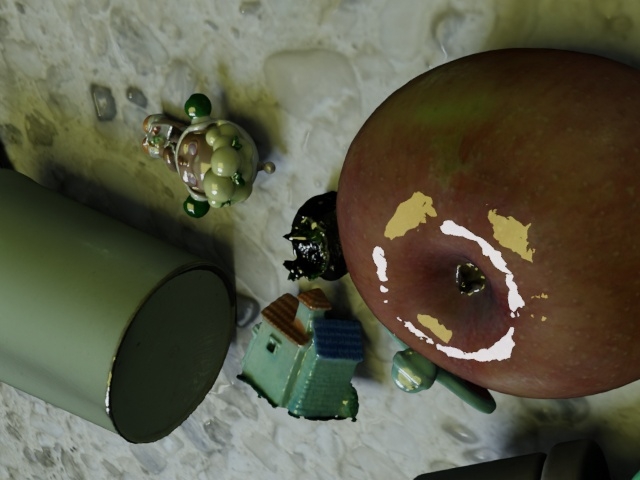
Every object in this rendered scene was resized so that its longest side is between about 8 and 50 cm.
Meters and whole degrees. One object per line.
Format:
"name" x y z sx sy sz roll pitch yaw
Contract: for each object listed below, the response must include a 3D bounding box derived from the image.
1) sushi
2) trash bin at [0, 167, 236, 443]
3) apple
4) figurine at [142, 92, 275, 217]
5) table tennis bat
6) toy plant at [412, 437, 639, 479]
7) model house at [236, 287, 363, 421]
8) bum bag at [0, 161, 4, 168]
"sushi" 0.000 0.000 0.929 0.056 0.084 0.083 19 125 29
"trash bin" -0.357 0.076 1.139 0.431 0.280 0.281 19 127 26
"apple" 0.164 -0.012 0.679 0.305 0.235 0.306 20 127 28
"figurine" -0.146 -0.100 0.981 0.197 0.093 0.147 18 115 32
"table tennis bat" 0.108 0.119 0.830 0.153 0.244 0.040 43 97 15
"toy plant" 0.289 0.294 0.811 0.400 0.185 0.280 -12 98 26
"model house" -0.012 0.120 1.013 0.148 0.119 0.149 35 112 49
"bum bag" -0.547 -0.147 1.297 0.102 0.069 0.248 -22 101 8
